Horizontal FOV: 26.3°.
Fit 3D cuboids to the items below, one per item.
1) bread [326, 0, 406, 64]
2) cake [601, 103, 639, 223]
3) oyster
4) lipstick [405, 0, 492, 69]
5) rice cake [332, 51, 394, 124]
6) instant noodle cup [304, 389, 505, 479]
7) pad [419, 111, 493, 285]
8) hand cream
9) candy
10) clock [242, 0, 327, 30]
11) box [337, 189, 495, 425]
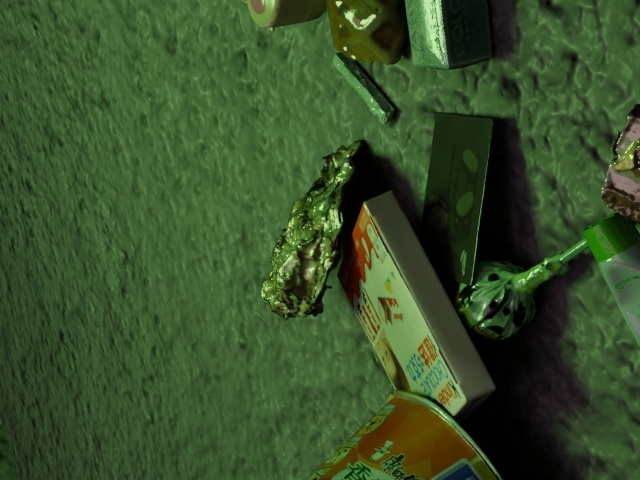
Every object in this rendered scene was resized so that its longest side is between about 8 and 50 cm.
[{"bbox_3d":[0.046,-0.326,1.616,0.128,0.088,0.232,47,145,47],"label":"bread"},{"bbox_3d":[0.375,-0.037,1.233,0.295,0.112,0.116,35,134,37],"label":"cake"},{"bbox_3d":[-0.008,-0.004,1.787,0.198,0.092,0.260,-79,6,-47],"label":"oyster"},{"bbox_3d":[0.128,-0.330,1.487,0.076,0.077,0.290,12,115,54],"label":"lipstick"},{"bbox_3d":[0.054,-0.193,1.718,0.121,0.021,0.022,52,153,28],"label":"rice cake"},{"bbox_3d":[0.093,0.354,1.654,0.296,0.214,0.296,48,161,22],"label":"instant noodle cup"},{"bbox_3d":[0.153,-0.051,1.579,0.127,0.004,0.190,17,101,63],"label":"pad"},{"bbox_3d":[0.349,0.099,1.373,0.275,0.050,0.079,61,174,1],"label":"hand cream"},{"bbox_3d":[0.251,0.019,1.484,0.305,0.083,0.091,-43,73,47],"label":"candy"},{"bbox_3d":[-0.084,-0.450,1.727,0.284,0.114,0.309,39,134,44],"label":"clock"},{"bbox_3d":[0.109,0.105,1.675,0.265,0.048,0.273,63,165,16],"label":"box"}]
